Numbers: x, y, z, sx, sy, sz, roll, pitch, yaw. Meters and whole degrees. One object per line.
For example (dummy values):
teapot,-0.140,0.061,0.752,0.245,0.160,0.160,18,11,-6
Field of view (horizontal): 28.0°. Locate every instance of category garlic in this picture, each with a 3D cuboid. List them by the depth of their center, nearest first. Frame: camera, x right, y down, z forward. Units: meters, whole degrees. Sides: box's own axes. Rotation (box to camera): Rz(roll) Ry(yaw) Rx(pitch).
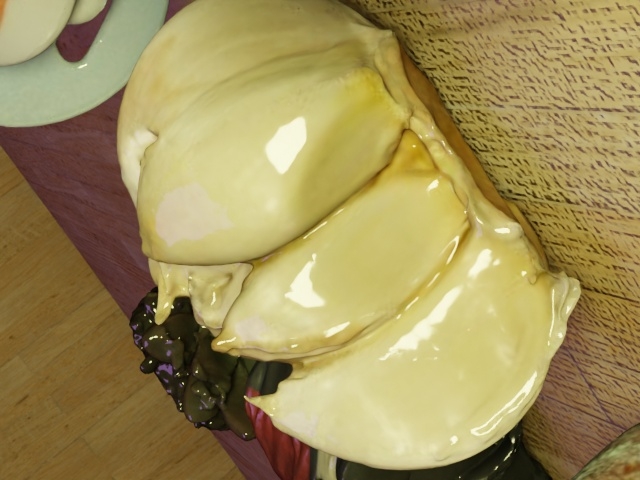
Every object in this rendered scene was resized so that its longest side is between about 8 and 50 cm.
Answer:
garlic,-0.004,-0.008,0.729,0.281,0.203,0.185,51,-175,-13

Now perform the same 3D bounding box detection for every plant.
plant,-0.091,0.109,1.333,0.194,0.181,0.320,54,171,-8

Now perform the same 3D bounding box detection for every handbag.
handbag,0.064,0.176,1.001,0.181,0.181,0.254,38,163,51

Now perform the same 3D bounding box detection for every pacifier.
pacifier,-0.254,-0.228,0.922,0.299,0.244,0.233,24,-170,-25

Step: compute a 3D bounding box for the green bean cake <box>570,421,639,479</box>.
green bean cake,0.238,0.213,0.703,0.232,0.097,0.198,41,161,36
